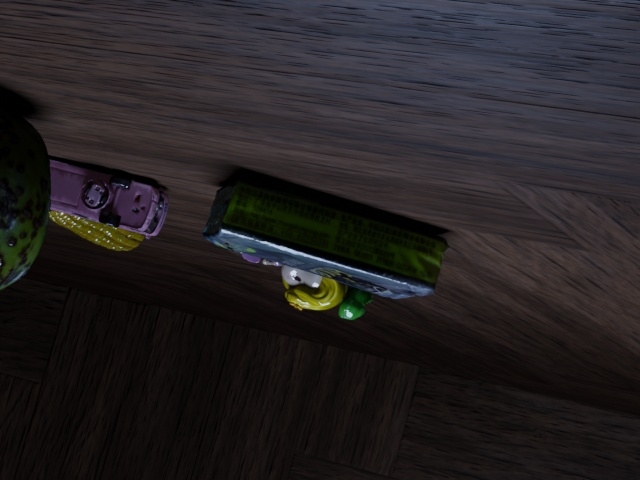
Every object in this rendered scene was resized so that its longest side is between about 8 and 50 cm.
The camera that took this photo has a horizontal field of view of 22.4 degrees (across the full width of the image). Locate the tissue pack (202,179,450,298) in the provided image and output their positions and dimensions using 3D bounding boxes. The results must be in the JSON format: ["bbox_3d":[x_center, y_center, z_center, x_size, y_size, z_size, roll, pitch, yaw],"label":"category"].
[{"bbox_3d":[0.000,0.000,1.713,0.236,0.073,0.173,17,174,-11],"label":"tissue pack"}]

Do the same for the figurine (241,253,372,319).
[{"bbox_3d":[-0.004,0.026,1.858,0.156,0.094,0.115,28,-157,8],"label":"figurine"}]

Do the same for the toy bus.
[{"bbox_3d":[-0.280,-0.056,1.906,0.203,0.063,0.090,15,176,17],"label":"toy bus"}]

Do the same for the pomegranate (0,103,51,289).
[{"bbox_3d":[-0.384,-0.027,1.595,0.254,0.270,0.254,-5,-168,1],"label":"pomegranate"}]

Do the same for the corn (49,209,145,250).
[{"bbox_3d":[-0.289,-0.034,2.059,0.068,0.068,0.207,11,171,27],"label":"corn"}]
